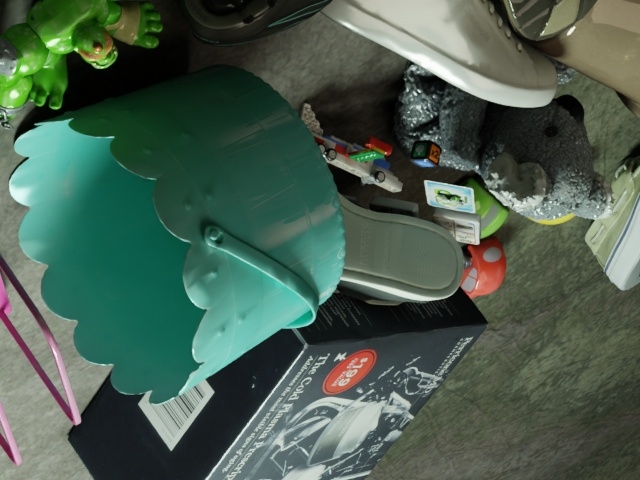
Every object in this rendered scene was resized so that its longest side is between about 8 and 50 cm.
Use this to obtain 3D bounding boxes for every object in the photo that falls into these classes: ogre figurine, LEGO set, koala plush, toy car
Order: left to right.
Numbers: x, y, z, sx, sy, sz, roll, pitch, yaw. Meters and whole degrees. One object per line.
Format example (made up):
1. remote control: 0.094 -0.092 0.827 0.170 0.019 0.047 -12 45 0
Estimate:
1. ogre figurine: -0.198 -0.170 1.555 0.197 0.096 0.118 -22 170 0
2. LEGO set: 0.074 -0.067 1.979 0.244 0.183 0.060 70 31 -72
3. toy car: 0.213 -0.018 2.327 0.239 0.053 0.225 -44 153 11
4. koala plush: 0.198 -0.104 1.990 0.203 0.221 0.196 -50 151 22

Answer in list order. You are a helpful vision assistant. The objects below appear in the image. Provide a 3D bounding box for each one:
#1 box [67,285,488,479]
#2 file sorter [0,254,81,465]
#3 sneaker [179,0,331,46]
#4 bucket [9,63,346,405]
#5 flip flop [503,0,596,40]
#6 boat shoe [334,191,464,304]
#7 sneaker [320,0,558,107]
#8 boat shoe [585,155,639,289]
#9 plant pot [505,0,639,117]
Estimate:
1. box: -0.045 0.155 2.144 0.312 0.179 0.343 -5 138 -49
2. file sorter: -0.377 0.134 1.700 0.291 0.182 0.202 -30 152 -16
3. sneaker: -0.007 -0.254 1.671 0.267 0.101 0.106 -32 168 -9
4. bucket: -0.121 -0.012 1.706 0.183 0.281 0.281 -26 151 -31
5. flip flop: 0.179 -0.308 1.747 0.112 0.080 0.277 -29 120 -3
6. boat shoe: 0.000 0.000 1.975 0.303 0.114 0.091 25 157 -26
7. sneaker: 0.128 -0.215 1.789 0.290 0.106 0.123 22 111 -34
8. boat shoe: 0.406 -0.056 2.457 0.109 0.094 0.302 -31 155 -36
9. plant pot: 0.311 -0.244 1.923 0.229 0.263 0.263 6 132 -32
